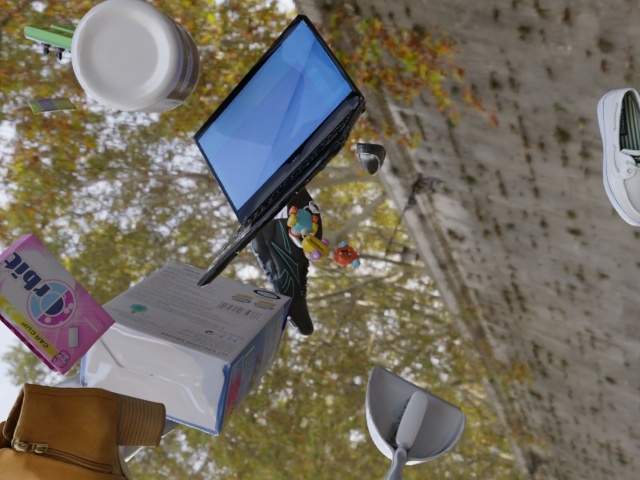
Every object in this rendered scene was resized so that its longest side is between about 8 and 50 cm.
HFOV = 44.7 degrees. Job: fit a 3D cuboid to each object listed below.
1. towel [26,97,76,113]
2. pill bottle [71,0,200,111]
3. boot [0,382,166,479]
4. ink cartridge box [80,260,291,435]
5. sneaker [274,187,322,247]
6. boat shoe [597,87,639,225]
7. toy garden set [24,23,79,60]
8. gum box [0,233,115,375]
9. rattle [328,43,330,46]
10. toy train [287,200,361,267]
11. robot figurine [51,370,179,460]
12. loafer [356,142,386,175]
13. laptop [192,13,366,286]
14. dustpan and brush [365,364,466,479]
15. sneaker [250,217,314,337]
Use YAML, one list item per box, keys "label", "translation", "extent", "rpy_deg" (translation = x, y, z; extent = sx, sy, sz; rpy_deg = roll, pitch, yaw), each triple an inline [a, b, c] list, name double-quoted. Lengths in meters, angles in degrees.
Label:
- label: "towel"
  translation: [-0.520, -0.261, 1.508]
  extent: [0.083, 0.060, 0.009]
  rpy_deg: [-12, -55, -29]
- label: "pill bottle"
  translation: [-0.226, -0.232, 1.013]
  extent: [0.229, 0.131, 0.131]
  rpy_deg: [-87, 5, -82]
- label: "boot"
  translation: [-0.346, 0.329, 1.051]
  extent: [0.211, 0.104, 0.295]
  rpy_deg: [12, -78, -28]
- label: "ink cartridge box"
  translation: [-0.225, 0.172, 1.465]
  extent: [0.395, 0.270, 0.151]
  rpy_deg: [-47, -28, -67]
- label: "sneaker"
  translation: [-0.108, -0.074, 2.174]
  extent: [0.123, 0.296, 0.178]
  rpy_deg: [-13, -21, -32]
- label: "boat shoe"
  translation: [0.496, -0.133, 1.248]
  extent: [0.076, 0.083, 0.226]
  rpy_deg: [151, 102, -87]
- label: "toy garden set"
  translation: [-0.336, -0.315, 1.307]
  extent: [0.244, 0.203, 0.049]
  rpy_deg: [-41, -33, -67]
- label: "gum box"
  translation: [-0.396, 0.095, 1.118]
  extent: [0.107, 0.062, 0.188]
  rpy_deg: [-48, -67, -26]
- label: "rattle"
  translation: [-0.003, -0.346, 1.845]
  extent: [0.142, 0.130, 0.200]
  rpy_deg: [-29, -58, -30]
- label: "toy train"
  translation: [0.000, 0.000, 1.529]
  extent: [0.125, 0.166, 0.046]
  rpy_deg: [-12, -32, -48]
- label: "robot figurine"
  translation: [-0.434, 0.350, 1.535]
  extent: [0.353, 0.299, 0.200]
  rpy_deg: [-26, -56, -82]
- label: "loafer"
  translation: [0.118, -0.189, 1.801]
  extent: [0.170, 0.062, 0.061]
  rpy_deg: [13, -94, -72]
- label: "laptop"
  translation: [-0.075, -0.114, 0.898]
  extent: [0.234, 0.136, 0.264]
  rpy_deg: [-44, 9, 26]
- label: "dustpan and brush"
  translation: [0.109, 0.261, 1.013]
  extent: [0.211, 0.147, 0.060]
  rpy_deg: [-61, -2, -39]
- label: "sneaker"
  translation: [-0.063, 0.075, 1.664]
  extent: [0.101, 0.106, 0.267]
  rpy_deg: [132, 114, -81]
